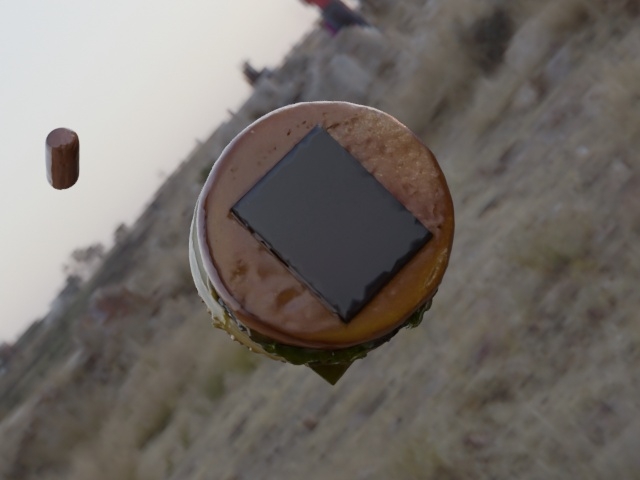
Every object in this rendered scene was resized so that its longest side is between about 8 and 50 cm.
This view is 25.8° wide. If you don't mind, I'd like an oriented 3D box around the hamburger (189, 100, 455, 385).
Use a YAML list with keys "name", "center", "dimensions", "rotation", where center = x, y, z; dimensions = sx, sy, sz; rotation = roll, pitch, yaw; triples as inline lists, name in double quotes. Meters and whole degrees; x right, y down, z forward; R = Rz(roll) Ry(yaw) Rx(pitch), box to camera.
- name: "hamburger"
  center: [0.000, 0.000, 1.467]
  dimensions: [0.291, 0.291, 0.225]
  rotation: [-49, -3, -18]

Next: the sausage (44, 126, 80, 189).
- name: "sausage"
  center: [-0.250, -0.078, 1.356]
  dimensions: [0.034, 0.034, 0.083]
  rotation: [-49, -12, -28]
